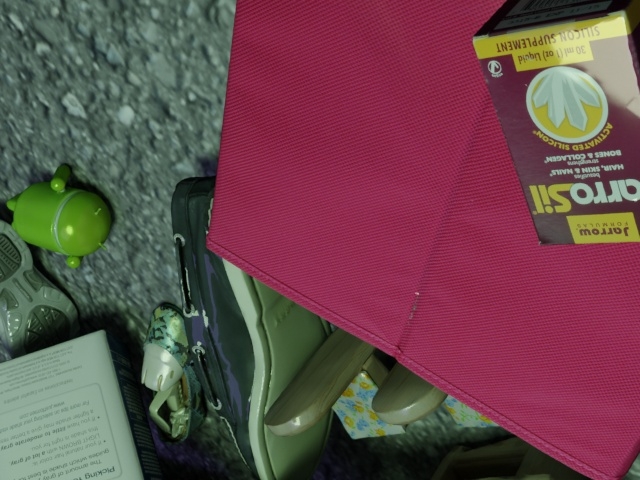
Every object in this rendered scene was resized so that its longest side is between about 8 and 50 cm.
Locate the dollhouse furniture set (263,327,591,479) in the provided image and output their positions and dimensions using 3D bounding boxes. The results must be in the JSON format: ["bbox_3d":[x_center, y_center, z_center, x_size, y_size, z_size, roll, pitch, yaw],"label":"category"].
[{"bbox_3d":[0.171,0.249,0.785,0.394,0.256,0.362,-19,112,47],"label":"dollhouse furniture set"}]

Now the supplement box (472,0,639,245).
[{"bbox_3d":[0.094,-0.044,0.353,0.055,0.043,0.083,-4,121,38],"label":"supplement box"}]

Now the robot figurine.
[{"bbox_3d":[-0.260,-0.022,1.043,0.115,0.067,0.101,13,121,31],"label":"robot figurine"}]

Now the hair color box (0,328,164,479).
[{"bbox_3d":[-0.255,0.289,1.104,0.105,0.174,0.347,73,179,-74],"label":"hair color box"}]

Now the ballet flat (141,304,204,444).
[{"bbox_3d":[-0.163,0.155,1.127,0.070,0.070,0.188,18,135,27],"label":"ballet flat"}]

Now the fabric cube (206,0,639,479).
[{"bbox_3d":[0.123,-0.093,0.517,0.259,0.254,0.258,30,138,16],"label":"fabric cube"}]

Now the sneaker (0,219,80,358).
[{"bbox_3d":[-0.358,0.057,1.197,0.115,0.090,0.232,25,142,47],"label":"sneaker"}]

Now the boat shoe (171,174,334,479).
[{"bbox_3d":[-0.071,0.088,0.942,0.113,0.127,0.340,14,132,32],"label":"boat shoe"}]
